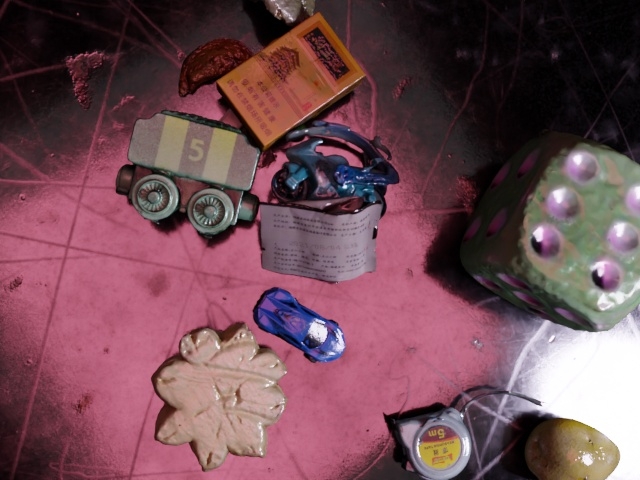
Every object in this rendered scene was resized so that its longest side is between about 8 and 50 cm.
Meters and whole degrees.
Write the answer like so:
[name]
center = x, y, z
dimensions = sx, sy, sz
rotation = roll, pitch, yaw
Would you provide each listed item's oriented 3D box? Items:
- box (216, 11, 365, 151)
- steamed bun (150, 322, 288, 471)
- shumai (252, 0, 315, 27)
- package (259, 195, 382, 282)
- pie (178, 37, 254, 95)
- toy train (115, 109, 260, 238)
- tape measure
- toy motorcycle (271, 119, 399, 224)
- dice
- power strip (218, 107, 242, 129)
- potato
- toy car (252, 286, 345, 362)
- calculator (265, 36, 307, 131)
[box]
center = -0.064, -0.341, 1.578
dimensions = 0.274, 0.076, 0.174
rotation = -36, 91, -8
[steamed bun]
center = -0.209, 0.321, 1.508
dimensions = 0.292, 0.137, 0.295
rotation = -41, 96, -9
[shumai]
center = -0.104, -0.555, 1.604
dimensions = 0.120, 0.201, 0.201
rotation = -7, 84, 34
[package]
center = 0.000, 0.000, 1.534
dimensions = 0.251, 0.203, 0.062
rotation = -1, 41, -3
[pie]
center = -0.241, -0.395, 1.618
dimensions = 0.191, 0.033, 0.088
rotation = -26, 84, -8
[toy train]
center = -0.264, -0.139, 1.512
dimensions = 0.299, 0.167, 0.238
rotation = 13, 95, -6
[tape measure]
center = 0.326, 0.418, 1.583
dimensions = 0.331, 0.084, 0.163
rotation = -10, 88, -6
[toy motorcycle]
center = 0.033, -0.147, 1.571
dimensions = 0.260, 0.154, 0.206
rotation = 16, 73, -11
[dice]
center = 0.507, -0.013, 1.521
dimensions = 0.318, 0.330, 0.322
rotation = 30, 81, -5
[power strip]
center = -0.202, -0.251, 1.609
dimensions = 0.047, 0.030, 0.191
rotation = 41, 82, -1
[potato]
center = 0.552, 0.467, 1.587
dimensions = 0.194, 0.157, 0.157
rotation = 9, 84, -19
[toy car]
center = -0.042, 0.185, 1.572
dimensions = 0.216, 0.063, 0.103
rotation = 32, 81, -3
[calculator]
center = -0.066, -0.342, 1.633
dimensions = 0.146, 0.032, 0.234
rotation = 0, 84, -6
